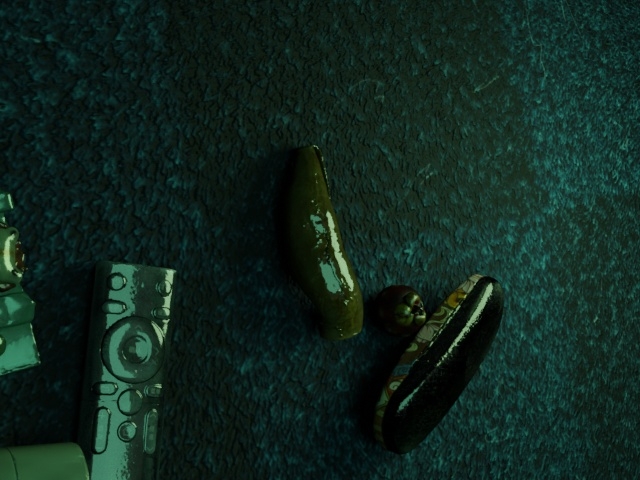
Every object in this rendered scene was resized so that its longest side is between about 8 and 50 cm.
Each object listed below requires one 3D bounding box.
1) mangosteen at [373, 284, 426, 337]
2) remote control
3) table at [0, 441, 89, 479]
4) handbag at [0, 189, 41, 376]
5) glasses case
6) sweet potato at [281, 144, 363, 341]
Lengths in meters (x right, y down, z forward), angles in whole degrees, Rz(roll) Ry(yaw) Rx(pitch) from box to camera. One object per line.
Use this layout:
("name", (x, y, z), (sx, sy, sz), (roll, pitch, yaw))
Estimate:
("mangosteen", (0.120, 0.102, 1.246), (0.081, 0.081, 0.081), (5, 80, -34))
("remote control", (-0.238, 0.215, 1.004), (0.107, 0.044, 0.378), (12, 77, -37))
("table", (-0.361, 0.278, 0.859), (0.220, 0.126, 0.126), (5, 80, -34))
("handbag", (-0.442, 0.034, 0.853), (0.274, 0.100, 0.269), (-12, 89, -35))
("glasses case", (0.183, 0.181, 1.258), (0.321, 0.082, 0.122), (-47, 142, -30))
("sweet potato", (-0.006, 0.002, 1.181), (0.112, 0.085, 0.286), (9, 63, -68))
